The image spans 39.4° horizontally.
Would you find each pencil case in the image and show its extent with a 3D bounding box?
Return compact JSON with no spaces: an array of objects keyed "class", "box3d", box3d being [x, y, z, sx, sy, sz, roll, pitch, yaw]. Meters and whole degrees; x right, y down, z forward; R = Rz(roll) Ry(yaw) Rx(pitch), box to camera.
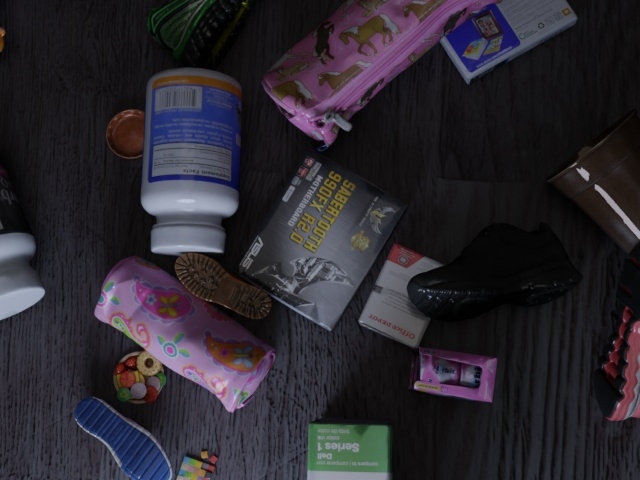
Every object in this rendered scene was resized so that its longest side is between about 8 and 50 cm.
[{"class":"pencil case","box3d":[-0.208,0.138,1.351,0.284,0.124,0.124,32,83,9]},{"class":"pencil case","box3d":[0.094,-0.312,1.364,0.386,0.160,0.167,-41,77,5]}]

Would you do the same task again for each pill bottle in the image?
[{"class":"pill bottle","box3d":[-0.198,-0.114,1.376,0.152,0.152,0.272,0,80,3]},{"class":"pill bottle","box3d":[-0.538,-0.021,1.375,0.162,0.162,0.278,-26,80,-2]}]

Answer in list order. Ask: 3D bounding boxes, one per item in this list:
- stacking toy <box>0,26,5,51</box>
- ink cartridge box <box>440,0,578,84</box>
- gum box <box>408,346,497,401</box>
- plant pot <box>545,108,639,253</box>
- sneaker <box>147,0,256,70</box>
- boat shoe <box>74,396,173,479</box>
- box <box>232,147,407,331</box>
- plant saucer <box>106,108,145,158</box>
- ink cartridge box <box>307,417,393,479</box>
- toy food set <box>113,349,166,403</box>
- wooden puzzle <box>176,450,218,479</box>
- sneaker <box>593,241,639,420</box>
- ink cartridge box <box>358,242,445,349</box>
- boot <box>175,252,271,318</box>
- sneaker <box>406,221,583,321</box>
[{"class":"stacking toy","box3d":[-0.588,-0.443,1.473,0.175,0.166,0.302,-22,90,15]},{"class":"ink cartridge box","box3d":[0.274,-0.390,1.451,0.206,0.045,0.208,-29,80,-2]},{"class":"gum box","box3d":[0.186,0.193,1.277,0.107,0.188,0.062,8,80,4]},{"class":"plant pot","box3d":[0.455,-0.080,1.332,0.167,0.167,0.165,-40,87,-4]},{"class":"sneaker","box3d":[-0.158,-0.447,1.444,0.146,0.134,0.344,33,84,9]},{"class":"boat shoe","box3d":[-0.287,0.302,1.347,0.183,0.066,0.066,40,82,15]},{"class":"box","box3d":[0.000,0.000,1.391,0.183,0.056,0.231,31,83,9]},{"class":"plant saucer","box3d":[-0.309,-0.174,1.463,0.083,0.013,0.084,-1,80,3]},{"class":"ink cartridge box","box3d":[0.043,0.392,1.242,0.117,0.201,0.278,1,80,4]},{"class":"toy food set","box3d":[-0.281,0.213,1.387,0.083,0.020,0.083,-12,79,1]},{"class":"wooden puzzle","box3d":[-0.192,0.360,1.362,0.049,0.006,0.083,18,81,6]},{"class":"sneaker","box3d":[0.500,0.119,1.283,0.136,0.116,0.314,8,112,-8]},{"class":"ink cartridge box","box3d":[0.129,0.088,1.367,0.099,0.056,0.135,25,82,8]},{"class":"boot","box3d":[-0.152,0.072,1.365,0.158,0.084,0.059,31,84,-6]},{"class":"sneaker","box3d":[0.247,0.041,1.327,0.286,0.109,0.130,-6,65,-27]}]
